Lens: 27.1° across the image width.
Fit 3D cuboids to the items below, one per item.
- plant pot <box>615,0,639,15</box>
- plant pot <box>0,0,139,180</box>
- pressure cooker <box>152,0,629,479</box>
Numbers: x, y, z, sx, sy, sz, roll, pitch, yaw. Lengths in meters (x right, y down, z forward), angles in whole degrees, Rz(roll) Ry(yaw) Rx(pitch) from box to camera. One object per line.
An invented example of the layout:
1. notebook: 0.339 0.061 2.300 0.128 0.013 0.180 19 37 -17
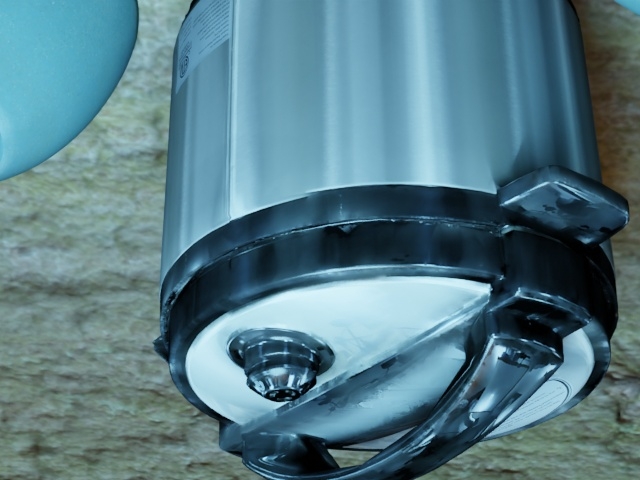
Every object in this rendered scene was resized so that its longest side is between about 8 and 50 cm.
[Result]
1. plant pot: 0.255 -0.286 0.934 0.255 0.272 0.272 23 135 -3
2. plant pot: -0.321 -0.158 1.169 0.290 0.195 0.290 4 136 4
3. pressure cooker: 0.047 -0.004 1.081 0.375 0.420 0.370 -3 149 4
